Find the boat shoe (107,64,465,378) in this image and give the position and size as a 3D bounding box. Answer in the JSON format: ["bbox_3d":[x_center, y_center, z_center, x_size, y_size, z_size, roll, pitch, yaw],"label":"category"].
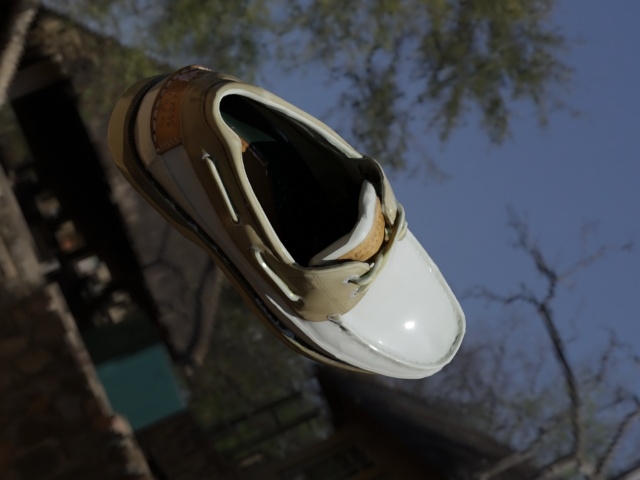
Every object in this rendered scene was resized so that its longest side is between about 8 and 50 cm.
[{"bbox_3d":[0.000,0.000,0.967,0.302,0.113,0.103,37,-23,-31],"label":"boat shoe"}]
